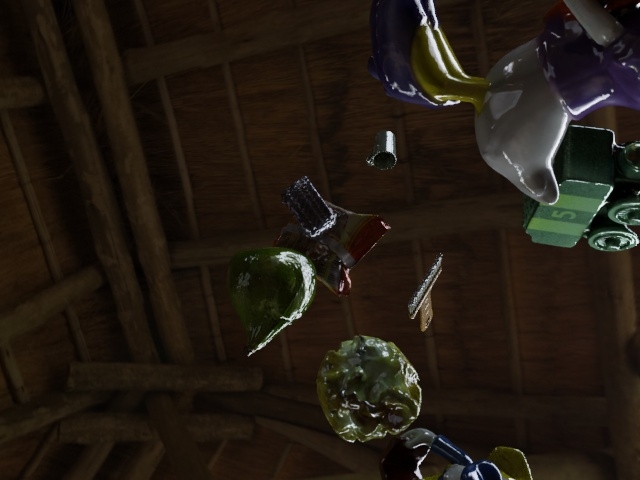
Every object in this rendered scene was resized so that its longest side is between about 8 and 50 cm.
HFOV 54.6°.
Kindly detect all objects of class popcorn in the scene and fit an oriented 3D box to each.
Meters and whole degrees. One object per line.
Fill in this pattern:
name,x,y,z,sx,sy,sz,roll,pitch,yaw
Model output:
popcorn,0.091,0.263,1.087,0.197,0.212,0.198,-3,-79,-13

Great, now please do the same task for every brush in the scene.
brush,0.186,0.112,1.098,0.103,0.013,0.272,-56,-21,-14

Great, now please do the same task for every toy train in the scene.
toy train,0.529,-0.089,1.219,0.238,0.299,0.167,8,-117,9

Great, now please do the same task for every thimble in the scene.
thimble,-0.021,-0.056,1.134,0.066,0.095,0.104,-35,-105,0

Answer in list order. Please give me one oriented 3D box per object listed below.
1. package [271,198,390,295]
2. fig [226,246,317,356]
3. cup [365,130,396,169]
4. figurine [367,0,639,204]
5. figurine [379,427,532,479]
package,0.003,-0.006,1.457,0.223,0.288,0.108,-58,-39,-14
fig,-0.109,0.135,1.320,0.203,0.203,0.235,13,-111,-26
cup,0.145,-0.206,1.448,0.054,0.075,0.083,20,-133,-13
figurine,0.232,-0.119,0.479,0.154,0.420,0.193,-26,-62,-60
figurine,0.241,0.410,1.082,0.283,0.338,0.205,21,-107,17
